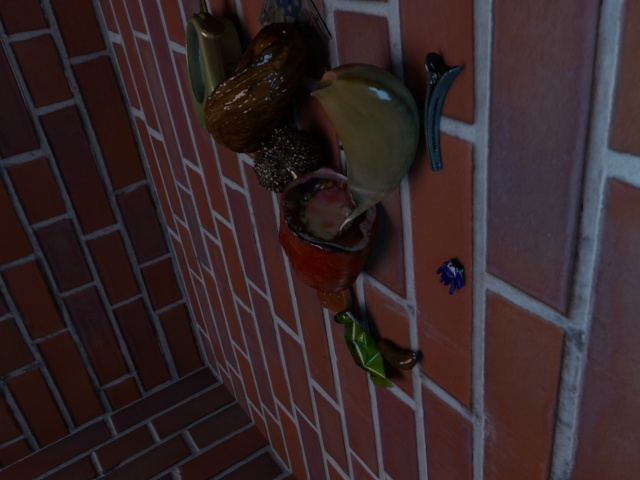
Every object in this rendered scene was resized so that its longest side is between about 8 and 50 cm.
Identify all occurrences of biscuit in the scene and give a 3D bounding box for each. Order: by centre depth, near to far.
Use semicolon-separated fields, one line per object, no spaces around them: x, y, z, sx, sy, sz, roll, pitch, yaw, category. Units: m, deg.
0.031;0.122;1.753;0.192;0.036;0.186;5;114;63;biscuit

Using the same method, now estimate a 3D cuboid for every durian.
-0.091;-0.207;1.503;0.167;0.196;0.196;51;152;35;durian

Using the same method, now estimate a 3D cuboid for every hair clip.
0.215;-0.227;1.087;0.070;0.039;0.229;45;153;38;hair clip

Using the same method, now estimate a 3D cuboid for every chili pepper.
0.000;0.000;1.478;0.251;0.229;0.305;26;145;5;chili pepper

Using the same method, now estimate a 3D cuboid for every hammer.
0.040;-0.305;1.378;0.062;0.013;0.198;14;125;59;hammer

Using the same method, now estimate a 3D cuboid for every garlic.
0.092;-0.195;1.176;0.151;0.196;0.338;-122;14;-49;garlic

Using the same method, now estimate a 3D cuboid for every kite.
-0.071;-0.518;1.411;0.335;0.011;0.314;37;143;47;kite

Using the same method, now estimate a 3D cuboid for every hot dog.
-0.154;-0.362;1.431;0.174;0.267;0.387;31;157;-6;hot dog

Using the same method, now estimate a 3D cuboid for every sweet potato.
0.201;0.306;1.567;0.054;0.053;0.182;33;171;-25;sweet potato

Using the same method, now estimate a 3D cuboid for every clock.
-0.304;-0.505;1.701;0.286;0.117;0.348;178;83;-69;clock

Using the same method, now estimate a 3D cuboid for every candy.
0.123;0.306;1.680;0.246;0.069;0.149;63;167;4;candy

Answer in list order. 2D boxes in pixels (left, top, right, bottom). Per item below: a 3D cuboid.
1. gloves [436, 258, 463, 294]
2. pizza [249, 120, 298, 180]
0.273;0.077;1.243;0.064;0.026;0.086;54;153;18;gloves
-0.150;-0.261;1.715;0.323;0.089;0.223;61;152;11;pizza
